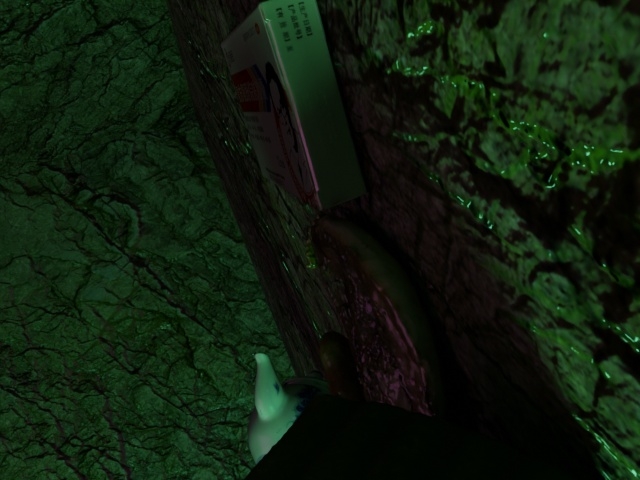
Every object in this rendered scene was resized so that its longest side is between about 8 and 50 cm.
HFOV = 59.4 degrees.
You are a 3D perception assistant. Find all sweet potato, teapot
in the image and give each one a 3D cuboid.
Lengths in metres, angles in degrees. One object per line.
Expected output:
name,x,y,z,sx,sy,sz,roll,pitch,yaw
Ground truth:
sweet potato,0.070,0.284,0.850,0.106,0.095,0.354,-59,40,20
teapot,-0.036,0.429,1.335,0.424,0.252,0.280,51,-145,-28

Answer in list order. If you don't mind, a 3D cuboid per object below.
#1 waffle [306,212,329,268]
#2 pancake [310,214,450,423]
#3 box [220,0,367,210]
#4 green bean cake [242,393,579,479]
waffle,-0.001,0.000,0.804,0.078,0.016,0.085,-48,-38,-51
pancake,0.072,0.139,0.676,0.356,0.065,0.356,163,90,-82
box,-0.050,-0.173,0.721,0.353,0.069,0.214,-145,36,-68
green bean cake,0.077,0.256,0.402,0.247,0.156,0.249,4,115,37
